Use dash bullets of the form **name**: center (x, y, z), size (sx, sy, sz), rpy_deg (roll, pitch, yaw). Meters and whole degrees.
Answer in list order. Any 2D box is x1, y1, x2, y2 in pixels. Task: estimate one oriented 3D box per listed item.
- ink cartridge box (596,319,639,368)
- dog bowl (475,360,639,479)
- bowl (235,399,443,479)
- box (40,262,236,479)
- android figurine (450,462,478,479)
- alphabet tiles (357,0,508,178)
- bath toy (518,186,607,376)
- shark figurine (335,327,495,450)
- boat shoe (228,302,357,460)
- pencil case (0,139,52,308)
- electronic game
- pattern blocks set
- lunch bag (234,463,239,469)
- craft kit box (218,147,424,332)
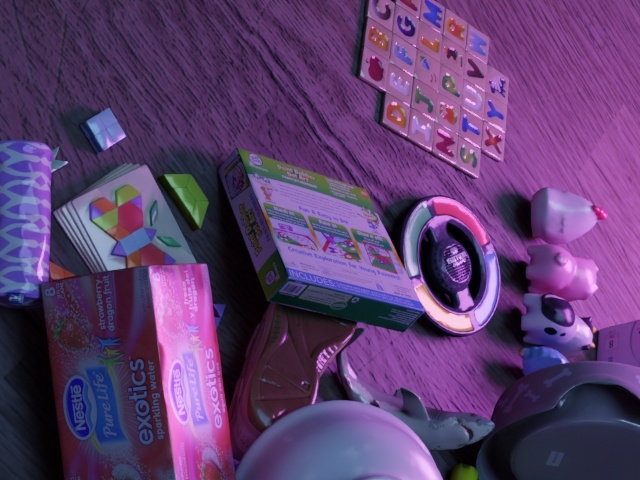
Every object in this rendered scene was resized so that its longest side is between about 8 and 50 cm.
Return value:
- **ink cartridge box**: center (0.554, 0.246, 2.200), size (0.066, 0.189, 0.232), rpy_deg (31, 58, -31)
- **dog bowl**: center (0.412, 0.311, 1.956), size (0.349, 0.349, 0.102), rpy_deg (38, 40, -27)
- **bowl**: center (0.043, 0.342, 1.547), size (0.298, 0.134, 0.298), rpy_deg (1, 87, -22)
- **box**: center (-0.208, 0.182, 1.498), size (0.142, 0.154, 0.300), rpy_deg (1, 82, -67)
- **android figurine**: center (0.217, 0.471, 1.892), size (0.248, 0.056, 0.273), rpy_deg (37, 48, -26)
- **alphabet tiles**: center (0.196, -0.272, 2.169), size (0.342, 0.011, 0.285), rpy_deg (26, 60, -34)
- **bath toy**: center (0.410, 0.074, 2.171), size (0.151, 0.129, 0.348), rpy_deg (59, 35, -61)
- **shark figurine**: center (0.097, 0.220, 1.875), size (0.278, 0.166, 0.116), rpy_deg (39, 25, -5)
- **boat shoe**: center (-0.047, 0.149, 1.736), size (0.122, 0.110, 0.341), rpy_deg (38, 40, -8)
- **pencil case**: center (-0.360, -0.017, 1.519), size (0.088, 0.086, 0.206), rpy_deg (3, 73, -12)
- **electronic game**: center (0.203, 0.039, 2.044), size (0.229, 0.048, 0.229), rpy_deg (15, 66, -38)
- **pattern blocks set**: center (-0.241, 0.003, 1.662), size (0.325, 0.026, 0.285), rpy_deg (52, 48, -17)
- **lunch bag**: center (-0.061, 0.393, 1.640), size (0.293, 0.138, 0.221), rpy_deg (6, 75, -32)
- **craft kit box**: center (0.000, 0.000, 1.793), size (0.250, 0.061, 0.246), rpy_deg (16, 40, -38)
